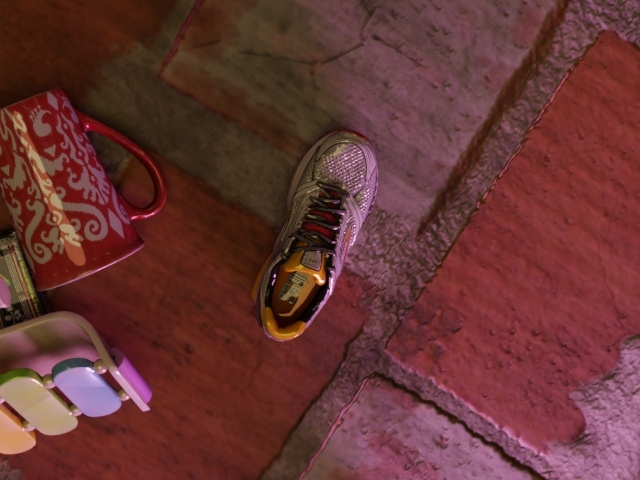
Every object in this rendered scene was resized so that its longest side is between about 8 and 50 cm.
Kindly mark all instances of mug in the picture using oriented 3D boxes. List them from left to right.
[{"bbox_3d":[-0.244,-0.057,1.055,0.113,0.150,0.169,-16,102,37],"label":"mug"}]

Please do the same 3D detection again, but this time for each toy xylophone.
[{"bbox_3d":[-0.338,0.146,1.041,0.323,0.081,0.236,-22,149,7],"label":"toy xylophone"}]

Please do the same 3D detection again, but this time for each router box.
[{"bbox_3d":[-0.325,0.055,1.093,0.092,0.038,0.122,-15,104,0],"label":"router box"}]

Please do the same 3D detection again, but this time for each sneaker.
[{"bbox_3d":[0.000,0.000,1.078,0.088,0.093,0.225,18,101,-8],"label":"sneaker"}]
